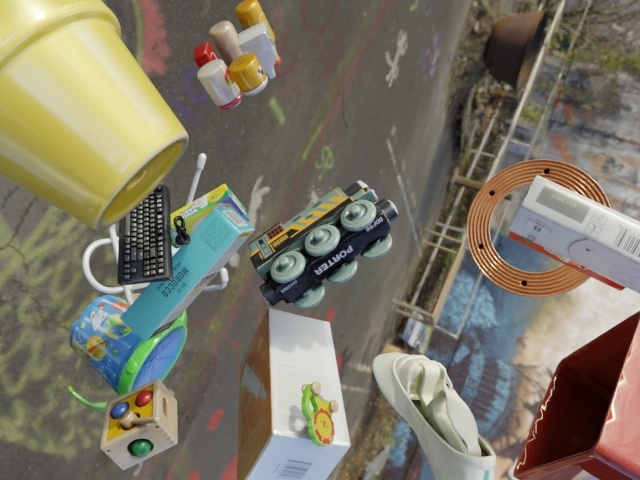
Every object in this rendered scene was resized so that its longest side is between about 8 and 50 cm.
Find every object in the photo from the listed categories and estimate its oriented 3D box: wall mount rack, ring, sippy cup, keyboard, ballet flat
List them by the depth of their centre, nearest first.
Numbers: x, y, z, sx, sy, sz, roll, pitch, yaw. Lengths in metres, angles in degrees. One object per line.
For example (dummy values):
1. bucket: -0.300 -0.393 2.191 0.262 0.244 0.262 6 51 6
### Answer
1. keyboard: -0.257 -0.014 0.826 0.023 0.108 0.180 100 -19 -54
2. ballet flat: 0.221 0.315 1.033 0.400 0.139 0.139 -120 -142 -58
3. wall mount rack: -0.327 -0.022 1.131 0.350 0.130 0.304 -14 90 -58
4. ring: 0.527 -0.030 1.303 0.032 0.336 0.337 12 99 -58
5. sippy cup: -0.501 0.259 1.365 0.240 0.224 0.305 -67 169 25

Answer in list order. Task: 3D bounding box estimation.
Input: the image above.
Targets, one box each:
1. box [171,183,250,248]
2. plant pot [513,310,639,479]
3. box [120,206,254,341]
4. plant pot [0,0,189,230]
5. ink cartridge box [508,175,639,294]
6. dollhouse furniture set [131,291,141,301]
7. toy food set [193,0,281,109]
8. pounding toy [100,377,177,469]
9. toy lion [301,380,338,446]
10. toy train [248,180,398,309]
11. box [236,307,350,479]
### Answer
1. box: -0.253 -0.038 1.136 0.179 0.043 0.105 -28 146 4
2. plant pot: 0.525 0.326 0.879 0.267 0.235 0.267 -51 167 -30
3. box: -0.219 0.053 0.894 0.244 0.060 0.100 -48 177 8
4. plant pot: -0.301 -0.150 0.639 0.254 0.239 0.254 -46 -174 6
5. ink cartridge box: 0.345 0.019 0.718 0.066 0.189 0.232 -56 161 -14
6. dollhouse furniture set: -0.565 0.166 1.689 0.059 0.076 0.152 98 -11 -60
7. toy food set: -0.107 -0.243 0.763 0.232 0.111 0.104 -103 166 -47
8. pounding toy: -0.322 0.326 0.956 0.130 0.141 0.100 -26 121 -1
9. toy lion: -0.004 0.330 0.998 0.100 0.034 0.096 52 33 -26
10. toy train: 0.000 0.000 1.132 0.334 0.190 0.142 -36 132 -1
11. box: -0.073 0.358 1.196 0.345 0.168 0.215 -100 -148 -55
